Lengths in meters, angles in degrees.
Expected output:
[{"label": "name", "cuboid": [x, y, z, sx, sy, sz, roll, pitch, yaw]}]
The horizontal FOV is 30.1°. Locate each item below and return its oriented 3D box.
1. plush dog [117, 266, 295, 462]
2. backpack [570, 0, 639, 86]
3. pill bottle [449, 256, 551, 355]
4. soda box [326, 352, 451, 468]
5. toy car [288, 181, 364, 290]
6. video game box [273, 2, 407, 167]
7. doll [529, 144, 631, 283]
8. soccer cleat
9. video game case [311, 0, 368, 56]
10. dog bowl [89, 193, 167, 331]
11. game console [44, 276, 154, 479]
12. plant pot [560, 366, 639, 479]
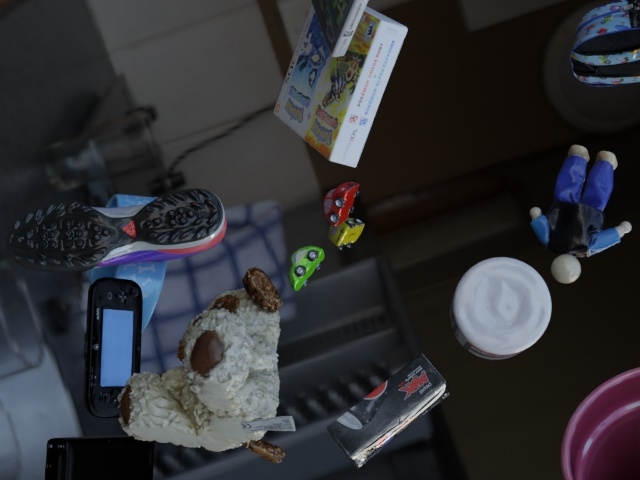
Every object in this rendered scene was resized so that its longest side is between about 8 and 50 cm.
[{"label": "plush dog", "cuboid": [-0.117, 0.159, 1.580, 0.211, 0.262, 0.225, 30, 45, -23]}, {"label": "backpack", "cuboid": [0.459, -0.302, 1.776, 0.158, 0.173, 0.117, 53, 33, -60]}, {"label": "pill bottle", "cuboid": [0.333, 0.136, 2.251, 0.318, 0.176, 0.176, 61, 11, -81]}, {"label": "soda box", "cuboid": [0.094, 0.233, 1.632, 0.060, 0.169, 0.053, 49, -6, 29]}, {"label": "toy car", "cuboid": [0.000, 0.000, 2.385, 0.053, 0.225, 0.239, 34, -15, 18]}, {"label": "video game box", "cuboid": [0.020, -0.215, 1.538, 0.205, 0.048, 0.187, 44, -60, 57]}, {"label": "doll", "cuboid": [0.335, -0.030, 1.530, 0.046, 0.129, 0.189, 77, 31, -61]}, {"label": "soccer cleat", "cuboid": [-0.294, -0.001, 1.742, 0.116, 0.318, 0.108, 87, -7, -69]}, {"label": "video game case", "cuboid": [0.011, -0.338, 1.379, 0.173, 0.022, 0.190, 118, -43, -62]}, {"label": "dog bowl", "cuboid": [-0.313, 0.032, 1.904, 0.166, 0.074, 0.297, -62, -157, 24]}, {"label": "game console", "cuboid": [-0.306, 0.232, 1.689, 0.213, 0.044, 0.361, 15, 74, -64]}, {"label": "plant pot", "cuboid": [0.346, 0.248, 1.150, 0.180, 0.201, 0.201, 64, 7, -46]}]
